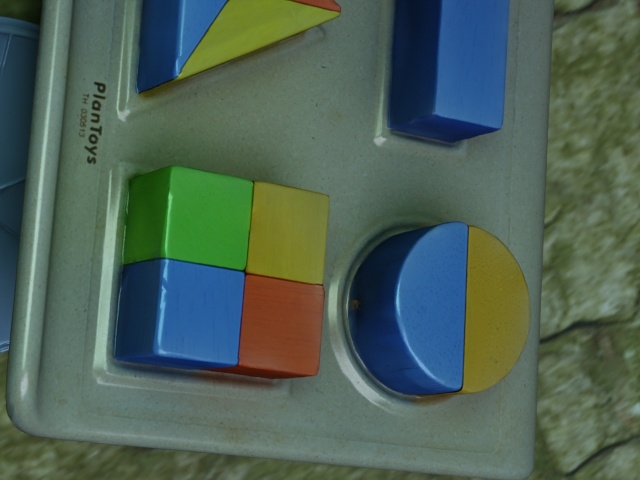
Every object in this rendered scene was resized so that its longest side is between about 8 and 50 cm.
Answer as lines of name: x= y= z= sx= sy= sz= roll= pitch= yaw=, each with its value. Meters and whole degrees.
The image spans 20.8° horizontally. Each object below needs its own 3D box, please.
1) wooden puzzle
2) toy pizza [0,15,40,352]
wooden puzzle: x=0.009 y=-0.044 z=0.926 sx=0.347 sy=0.080 sz=0.322 roll=11 pitch=78 yaw=-35
toy pizza: x=-0.193 y=-0.027 z=0.941 sx=0.201 sy=0.032 sz=0.201 roll=-13 pitch=119 yaw=-24
